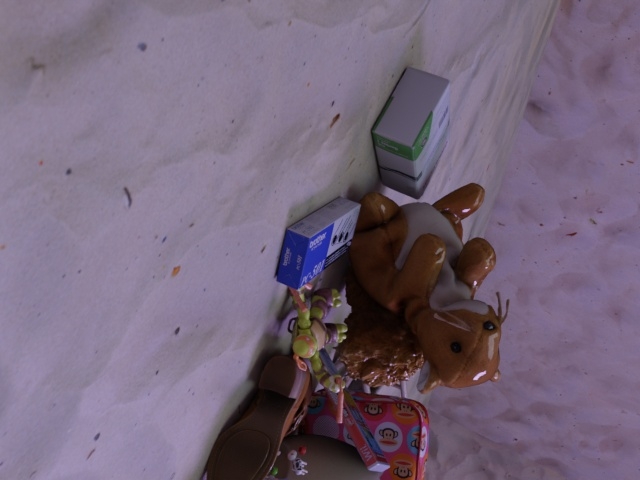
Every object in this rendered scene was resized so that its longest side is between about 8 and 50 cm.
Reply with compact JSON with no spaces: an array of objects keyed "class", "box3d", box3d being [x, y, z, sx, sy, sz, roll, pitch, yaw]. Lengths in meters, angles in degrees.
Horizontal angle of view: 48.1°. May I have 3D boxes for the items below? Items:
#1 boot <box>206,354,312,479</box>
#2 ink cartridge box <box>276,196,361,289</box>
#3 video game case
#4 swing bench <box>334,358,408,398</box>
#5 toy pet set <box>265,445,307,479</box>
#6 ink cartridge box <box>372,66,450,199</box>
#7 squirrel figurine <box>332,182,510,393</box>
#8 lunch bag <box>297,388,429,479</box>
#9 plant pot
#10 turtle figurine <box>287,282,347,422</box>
[{"class":"boot","box3d":[-0.098,0.343,1.310,0.220,0.109,0.283,62,47,-72]},{"class":"ink cartridge box","box3d":[0.000,0.000,1.221,0.207,0.046,0.097,-34,142,-58]},{"class":"video game case","box3d":[0.048,0.323,1.425,0.025,0.285,0.204,-31,158,0]},{"class":"swing bench","box3d":[0.135,0.335,1.834,0.253,0.165,0.255,-34,138,-57]},{"class":"toy pet set","box3d":[-0.083,0.421,1.242,0.122,0.065,0.114,-43,-147,21]},{"class":"ink cartridge box","box3d":[0.183,-0.204,1.408,0.160,0.092,0.219,-60,161,-16]},{"class":"squirrel figurine","box3d":[0.199,0.137,1.398,0.281,0.370,0.397,-3,145,-34]},{"class":"lunch bag","box3d":[0.091,0.472,1.598,0.120,0.293,0.258,21,74,-72]},{"class":"plant pot","box3d":[-0.048,0.497,1.412,0.191,0.284,0.284,45,65,-33]},{"class":"turtle figurine","box3d":[-0.008,0.177,1.281,0.270,0.087,0.217,68,17,-4]}]
